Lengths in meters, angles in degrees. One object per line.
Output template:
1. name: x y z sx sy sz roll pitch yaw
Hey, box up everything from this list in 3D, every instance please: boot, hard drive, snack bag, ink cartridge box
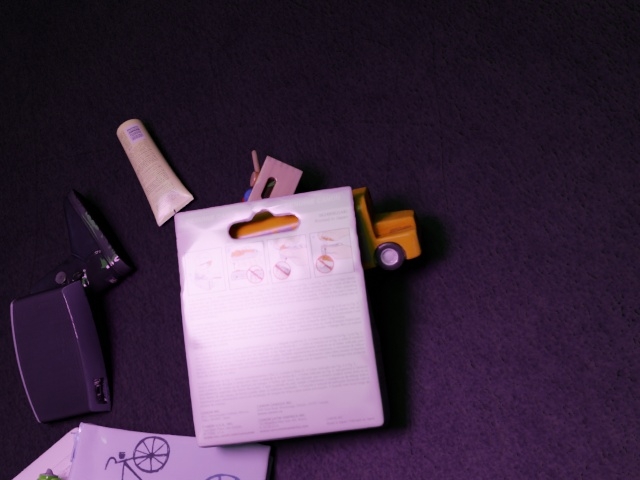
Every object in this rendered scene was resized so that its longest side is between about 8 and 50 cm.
1. boot: -0.514 0.039 1.812 0.207 0.094 0.246 -39 64 3
2. hard drive: -0.501 0.217 1.705 0.172 0.054 0.255 -15 88 21
3. snack bag: -0.266 0.469 1.438 0.342 0.037 0.323 7 60 2
4. ink cartridge box: -0.066 0.127 1.459 0.308 0.091 0.385 -9 82 10

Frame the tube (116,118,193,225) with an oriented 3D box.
1. tube: -0.345 -0.144 1.832 0.240 0.062 0.070 57 143 27

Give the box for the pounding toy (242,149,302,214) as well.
1. pounding toy: -0.100 -0.098 1.641 0.100 0.130 0.141 23 79 -5

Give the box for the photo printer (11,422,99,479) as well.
1. photo printer: -0.470 0.516 1.586 0.307 0.107 0.256 -40 58 7

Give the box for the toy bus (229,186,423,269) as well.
1. toy bus: 0.000 0.000 1.511 0.332 0.108 0.130 -14 104 11

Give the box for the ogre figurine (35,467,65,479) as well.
1. ogre figurine: -0.468 0.465 1.485 0.118 0.097 0.197 41 97 25
